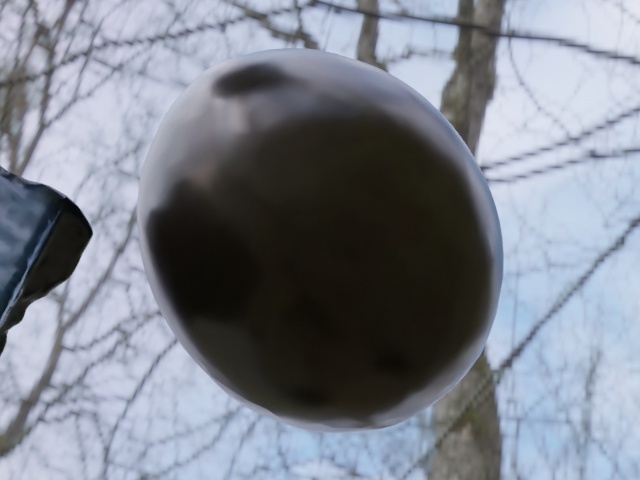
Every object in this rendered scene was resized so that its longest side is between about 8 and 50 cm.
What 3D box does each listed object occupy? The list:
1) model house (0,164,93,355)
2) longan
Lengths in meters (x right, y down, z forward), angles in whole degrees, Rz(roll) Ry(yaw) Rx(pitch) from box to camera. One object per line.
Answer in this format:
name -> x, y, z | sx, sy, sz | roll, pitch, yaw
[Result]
model house -> -0.280, 0.079, 0.926 | 0.216, 0.303, 0.237 | 31, -59, -10
longan -> 0.000, 0.000, 1.005 | 0.197, 0.196, 0.220 | -27, -83, 25
